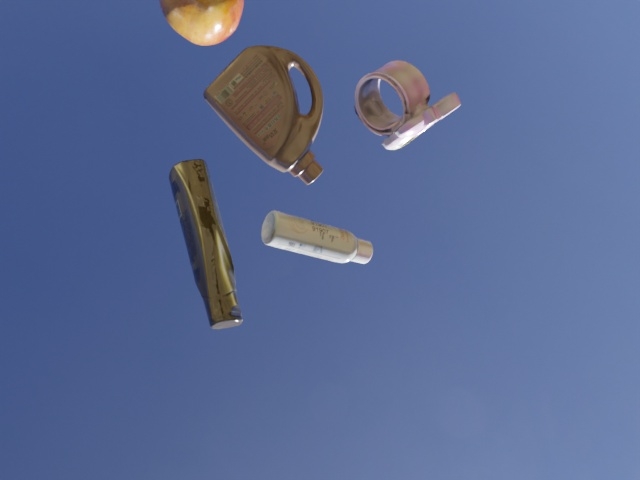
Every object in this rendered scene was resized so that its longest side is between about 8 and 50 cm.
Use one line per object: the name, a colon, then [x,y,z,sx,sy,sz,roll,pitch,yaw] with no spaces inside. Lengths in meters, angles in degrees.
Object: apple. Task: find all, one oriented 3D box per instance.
apple: [-0.314,-0.668,1.594,0.242,0.241,0.241,1,-92,-22]

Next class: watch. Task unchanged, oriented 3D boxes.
watch: [0.209,-0.377,1.591,0.211,0.248,0.217,-37,-88,-33]

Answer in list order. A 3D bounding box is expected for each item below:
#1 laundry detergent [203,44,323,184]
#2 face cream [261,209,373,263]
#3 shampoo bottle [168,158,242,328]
laundry detergent: [-0.063,-0.220,1.002,0.237,0.076,0.171,43,-84,-12]
face cream: [0.000,0.000,1.340,0.269,0.082,0.081,14,-128,-29]
shampoo bottle: [-0.231,0.009,1.189,0.084,0.125,0.349,-10,-112,-22]
